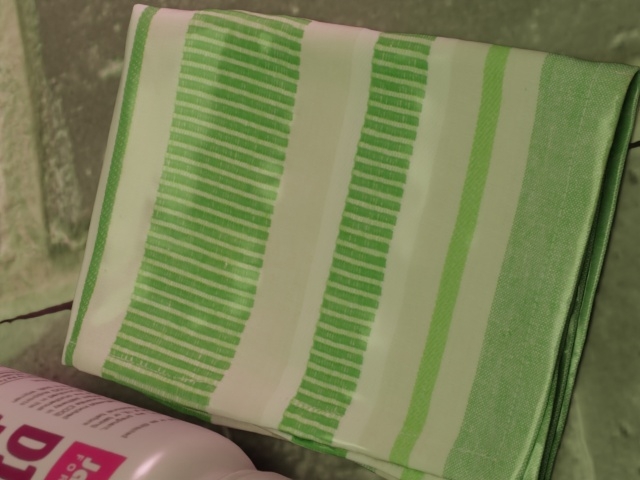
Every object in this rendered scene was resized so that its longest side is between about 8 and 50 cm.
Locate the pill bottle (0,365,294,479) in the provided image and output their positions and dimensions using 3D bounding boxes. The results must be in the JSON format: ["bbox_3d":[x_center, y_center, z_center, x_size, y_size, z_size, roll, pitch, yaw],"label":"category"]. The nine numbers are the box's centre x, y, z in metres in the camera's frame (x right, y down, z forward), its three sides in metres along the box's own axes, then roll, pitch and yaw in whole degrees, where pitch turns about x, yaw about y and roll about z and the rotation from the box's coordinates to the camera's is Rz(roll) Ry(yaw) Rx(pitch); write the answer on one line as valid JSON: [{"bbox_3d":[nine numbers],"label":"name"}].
[{"bbox_3d":[-0.130,0.169,0.860,0.283,0.160,0.160,11,93,32],"label":"pill bottle"}]

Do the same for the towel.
[{"bbox_3d":[0.000,0.000,0.861,0.325,0.038,0.247,14,94,33],"label":"towel"}]
